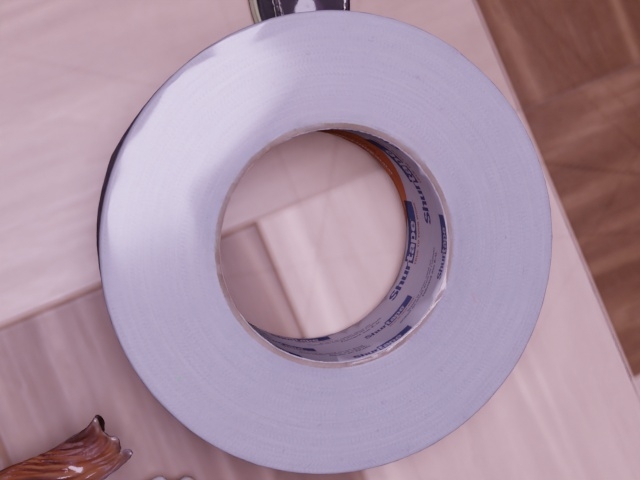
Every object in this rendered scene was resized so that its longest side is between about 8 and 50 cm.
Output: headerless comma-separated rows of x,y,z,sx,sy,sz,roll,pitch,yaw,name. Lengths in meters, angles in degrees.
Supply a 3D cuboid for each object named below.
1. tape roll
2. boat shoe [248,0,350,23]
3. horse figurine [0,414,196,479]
0.000,0.000,0.548,0.219,0.072,0.219,-1,94,-13,tape roll
-0.011,-0.160,0.585,0.056,0.049,0.152,-8,88,-14,boat shoe
-0.123,0.216,0.524,0.175,0.066,0.263,-11,94,-16,horse figurine
